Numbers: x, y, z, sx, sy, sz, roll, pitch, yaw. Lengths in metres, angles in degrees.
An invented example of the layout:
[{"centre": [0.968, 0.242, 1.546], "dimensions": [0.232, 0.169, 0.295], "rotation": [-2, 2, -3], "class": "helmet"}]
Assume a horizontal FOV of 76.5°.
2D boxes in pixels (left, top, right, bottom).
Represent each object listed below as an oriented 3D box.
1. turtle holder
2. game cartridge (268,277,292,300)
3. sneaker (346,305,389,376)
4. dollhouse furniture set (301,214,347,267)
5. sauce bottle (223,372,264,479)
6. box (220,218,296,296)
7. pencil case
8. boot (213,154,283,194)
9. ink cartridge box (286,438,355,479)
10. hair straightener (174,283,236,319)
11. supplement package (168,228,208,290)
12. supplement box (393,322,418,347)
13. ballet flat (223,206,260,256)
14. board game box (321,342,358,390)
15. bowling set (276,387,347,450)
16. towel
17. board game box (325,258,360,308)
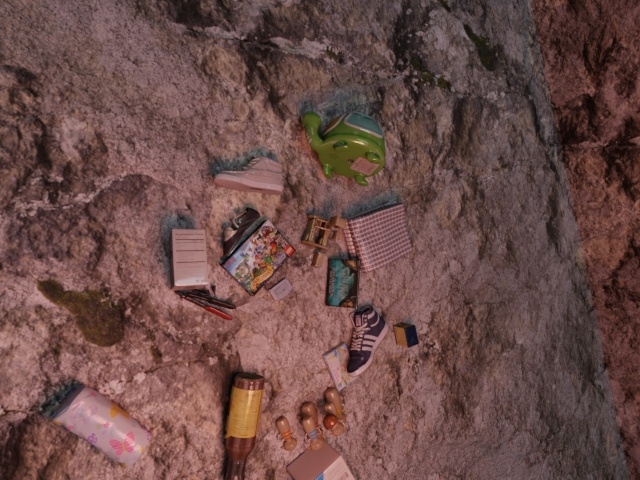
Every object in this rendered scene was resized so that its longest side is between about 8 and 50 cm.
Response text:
[{"centre": [0.096, -0.371, 1.564], "dimensions": [0.320, 0.243, 0.227], "rotation": [5, 64, 12], "class": "turtle holder"}, {"centre": [-0.146, 0.183, 1.502], "dimensions": [0.083, 0.017, 0.056], "rotation": [-36, 100, -24], "class": "game cartridge"}, {"centre": [0.155, 0.380, 1.585], "dimensions": [0.153, 0.099, 0.282], "rotation": [55, 51, -17], "class": "sneaker"}, {"centre": [0.000, 0.000, 1.506], "dimensions": [0.101, 0.161, 0.182], "rotation": [19, 78, -25], "class": "dollhouse furniture set"}, {"centre": [-0.265, 0.628, 1.361], "dimensions": [0.111, 0.111, 0.344], "rotation": [13, 80, -26], "class": "sauce bottle"}, {"centre": [-0.220, 0.061, 1.454], "dimensions": [0.159, 0.044, 0.233], "rotation": [48, 68, -16], "class": "box"}, {"centre": [-0.630, 0.542, 1.177], "dimensions": [0.273, 0.113, 0.124], "rotation": [45, 78, -18], "class": "pencil case"}, {"centre": [-0.250, -0.243, 1.440], "dimensions": [0.258, 0.095, 0.123], "rotation": [6, 78, -35], "class": "boot"}, {"centre": [0.024, 0.886, 1.463], "dimensions": [0.171, 0.168, 0.233], "rotation": [-32, 101, -25], "class": "ink cartridge box"}, {"centre": [-0.388, 0.187, 1.370], "dimensions": [0.230, 0.047, 0.089], "rotation": [27, 58, -18], "class": "hair straightener"}, {"centre": [-0.424, 0.062, 1.299], "dimensions": [0.105, 0.105, 0.179], "rotation": [-1, 75, -26], "class": "supplement package"}, {"centre": [0.359, 0.398, 1.712], "dimensions": [0.056, 0.083, 0.083], "rotation": [-13, 93, -27], "class": "supplement box"}, {"centre": [-0.290, -0.038, 1.411], "dimensions": [0.074, 0.074, 0.203], "rotation": [44, 63, -18], "class": "ballet flat"}, {"centre": [0.079, 0.494, 1.594], "dimensions": [0.103, 0.026, 0.154], "rotation": [-25, 98, -27], "class": "board game box"}, {"centre": [0.001, 0.678, 1.454], "dimensions": [0.287, 0.200, 0.154], "rotation": [-22, 98, -23], "class": "bowling set"}, {"centre": [0.242, -0.017, 1.656], "dimensions": [0.283, 0.121, 0.235], "rotation": [-22, 98, -27], "class": "towel"}, {"centre": [0.088, 0.166, 1.574], "dimensions": [0.126, 0.026, 0.186], "rotation": [2, 84, 18], "class": "board game box"}]
